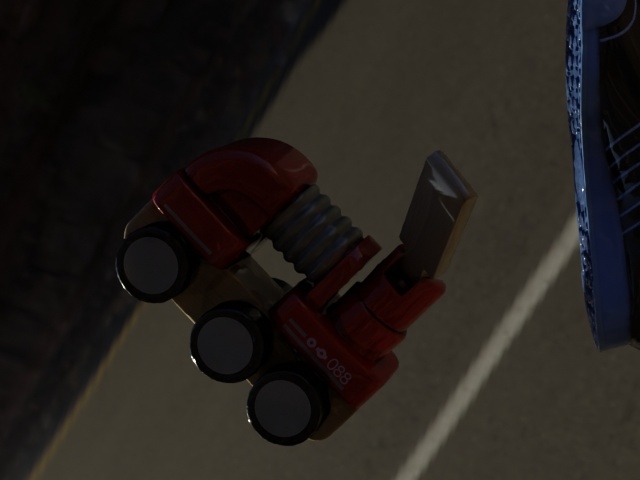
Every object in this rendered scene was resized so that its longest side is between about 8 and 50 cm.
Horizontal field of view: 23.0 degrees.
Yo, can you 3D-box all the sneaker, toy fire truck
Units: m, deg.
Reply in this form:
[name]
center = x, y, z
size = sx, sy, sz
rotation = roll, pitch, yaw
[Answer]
[sneaker]
center = 0.190, -0.052, 0.892
size = 0.081, 0.090, 0.232
rotation = -79, -17, -79
[toy fire truck]
center = 0.000, 0.000, 1.133
size = 0.246, 0.217, 0.158
rotation = -44, -3, 17
